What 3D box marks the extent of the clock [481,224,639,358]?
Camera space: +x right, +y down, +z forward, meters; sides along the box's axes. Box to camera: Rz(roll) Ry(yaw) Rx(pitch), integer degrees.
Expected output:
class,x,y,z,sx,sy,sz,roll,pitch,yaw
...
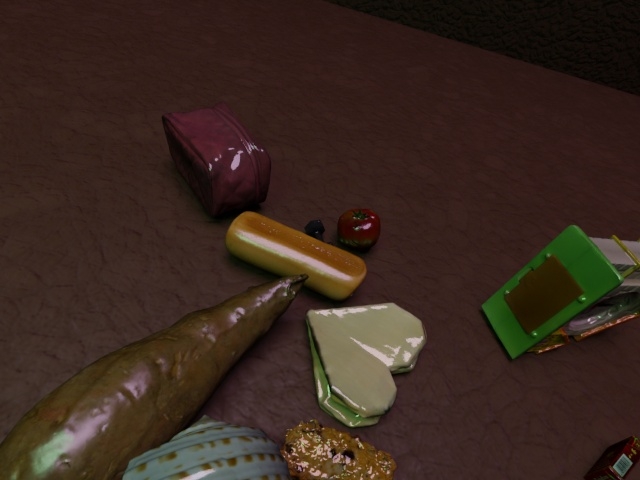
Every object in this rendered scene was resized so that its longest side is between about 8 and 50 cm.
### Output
class,x,y,z,sx,sy,sz,roll,pitch,yaw
clock,0.454,0.093,0.677,0.255,0.219,0.106,4,47,-24

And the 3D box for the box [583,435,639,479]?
class,x,y,z,sx,sy,sz,roll,pitch,yaw
box,0.411,0.310,0.560,0.082,0.051,0.023,-20,56,-31

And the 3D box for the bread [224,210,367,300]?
class,x,y,z,sx,sy,sz,roll,pitch,yaw
bread,-0.042,0.030,0.681,0.239,0.073,0.092,23,34,5

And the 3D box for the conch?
class,x,y,z,sx,sy,sz,roll,pitch,yaw
conch,-0.085,0.249,0.379,0.131,0.172,0.200,-32,50,-25

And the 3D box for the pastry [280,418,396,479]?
class,x,y,z,sx,sy,sz,roll,pitch,yaw
pastry,0.018,0.268,0.484,0.140,0.056,0.080,29,53,2

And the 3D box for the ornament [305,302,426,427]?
class,x,y,z,sx,sy,sz,roll,pitch,yaw
ornament,0.052,0.157,0.604,0.180,0.059,0.201,33,44,17

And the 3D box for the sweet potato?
class,x,y,z,sx,sy,sz,roll,pitch,yaw
sweet potato,-0.178,0.161,0.481,0.130,0.130,0.423,38,47,20

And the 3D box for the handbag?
class,x,y,z,sx,sy,sz,roll,pitch,yaw
handbag,-0.196,-0.158,0.768,0.135,0.146,0.225,-24,55,-30

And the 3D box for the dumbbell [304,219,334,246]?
class,x,y,z,sx,sy,sz,roll,pitch,yaw
dumbbell,0.000,0.000,0.750,0.036,0.040,0.083,19,35,-44

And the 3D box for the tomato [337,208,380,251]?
class,x,y,z,sx,sy,sz,roll,pitch,yaw
tomato,0.073,-0.018,0.765,0.087,0.075,0.087,-1,38,1
